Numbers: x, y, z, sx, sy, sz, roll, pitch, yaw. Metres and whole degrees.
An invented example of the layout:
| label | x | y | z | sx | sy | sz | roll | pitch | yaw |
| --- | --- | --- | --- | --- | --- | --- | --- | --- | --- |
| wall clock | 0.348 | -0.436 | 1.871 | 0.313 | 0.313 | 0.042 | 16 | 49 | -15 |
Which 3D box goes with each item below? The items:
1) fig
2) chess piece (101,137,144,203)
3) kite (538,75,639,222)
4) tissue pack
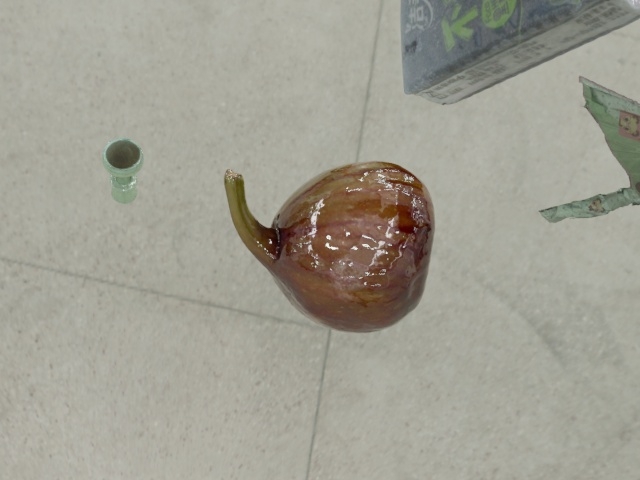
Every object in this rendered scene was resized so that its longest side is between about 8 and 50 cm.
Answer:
| label | x | y | z | sx | sy | sz | roll | pitch | yaw |
| --- | --- | --- | --- | --- | --- | --- | --- | --- | --- |
| fig | 0.003 | 0.006 | 0.817 | 0.207 | 0.175 | 0.175 | -3 | 62 | -16 |
| chess piece | -0.294 | -0.091 | 1.247 | 0.059 | 0.149 | 0.059 | 5 | 63 | -11 |
| kite | 0.265 | -0.039 | 0.692 | 0.012 | 0.250 | 0.229 | -40 | 104 | -25 |
| tissue pack | 0.279 | -0.393 | 1.218 | 0.124 | 0.394 | 0.288 | 13 | 72 | -32 |
